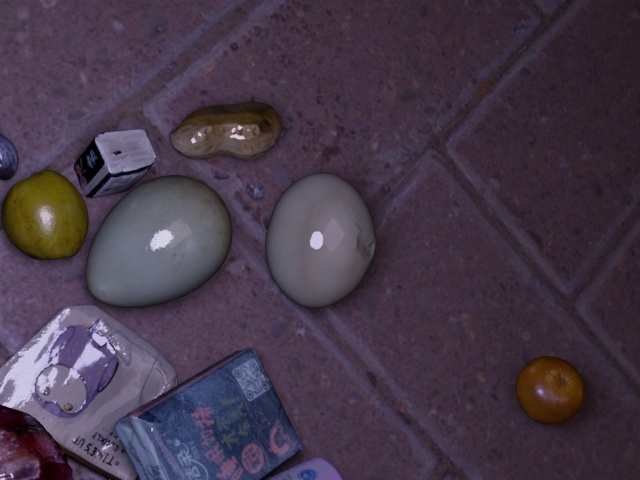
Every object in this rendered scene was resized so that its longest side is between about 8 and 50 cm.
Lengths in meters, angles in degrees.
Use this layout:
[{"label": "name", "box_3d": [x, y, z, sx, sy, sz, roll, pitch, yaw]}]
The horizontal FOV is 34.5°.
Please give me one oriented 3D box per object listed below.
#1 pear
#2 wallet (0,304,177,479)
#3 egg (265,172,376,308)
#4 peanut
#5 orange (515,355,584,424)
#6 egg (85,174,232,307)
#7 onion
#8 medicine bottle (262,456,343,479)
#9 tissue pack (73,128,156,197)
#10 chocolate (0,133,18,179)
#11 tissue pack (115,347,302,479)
[{"label": "pear", "box_3d": [-0.492, -0.040, 1.840, 0.149, 0.149, 0.162, -19, 91, -29]}, {"label": "wallet", "box_3d": [-0.408, 0.279, 1.855, 0.335, 0.068, 0.275, 38, 65, -17]}, {"label": "egg", "box_3d": [0.000, 0.000, 2.038, 0.219, 0.219, 0.269, 11, 92, -24]}, {"label": "peanut", "box_3d": [-0.185, -0.213, 2.052, 0.236, 0.110, 0.120, -13, 99, -27]}, {"label": "orange", "box_3d": [0.505, 0.334, 2.280, 0.155, 0.134, 0.154, 8, 56, -12]}, {"label": "egg", "box_3d": [-0.300, 0.008, 1.888, 0.295, 0.218, 0.218, -37, 97, -15]}, {"label": "onion", "box_3d": [-0.568, 0.383, 1.641, 0.337, 0.282, 0.260, -29, 66, 5]}, {"label": "medicine bottle", "box_3d": [-0.080, 0.517, 1.924, 0.254, 0.152, 0.152, -18, 88, -30]}, {"label": "tissue pack", "box_3d": [-0.381, -0.142, 1.902, 0.103, 0.170, 0.090, -15, 85, -30]}, {"label": "chocolate", "box_3d": [-0.608, -0.181, 1.853, 0.167, 0.072, 0.072, 50, 63, -7]}, {"label": "tissue pack", "box_3d": [-0.195, 0.357, 1.884, 0.316, 0.103, 0.228, -27, 90, -48]}]
